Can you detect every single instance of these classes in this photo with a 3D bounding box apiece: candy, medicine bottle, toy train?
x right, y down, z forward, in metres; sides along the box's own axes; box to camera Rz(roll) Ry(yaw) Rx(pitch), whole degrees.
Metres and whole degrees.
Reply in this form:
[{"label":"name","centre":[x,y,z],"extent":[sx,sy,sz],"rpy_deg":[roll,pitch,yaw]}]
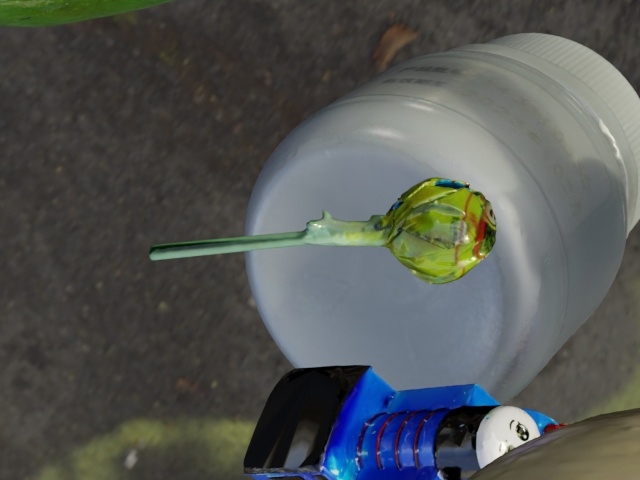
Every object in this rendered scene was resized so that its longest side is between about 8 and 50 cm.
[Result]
[{"label":"candy","centre":[0.000,0.000,0.942],"extent":[0.194,0.062,0.058],"rpy_deg":[-5,76,7]},{"label":"medicine bottle","centre":[0.111,-0.023,1.290],"extent":[0.245,0.306,0.245],"rpy_deg":[13,117,26]},{"label":"toy train","centre":[0.062,0.136,1.022],"extent":[0.131,0.083,0.204],"rpy_deg":[43,149,-26]}]

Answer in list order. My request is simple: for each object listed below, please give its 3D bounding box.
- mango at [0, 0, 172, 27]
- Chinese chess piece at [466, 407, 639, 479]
[{"label":"mango","centre":[-0.252,-0.302,1.650],"extent":[0.382,0.225,0.201],"rpy_deg":[2,83,-8]},{"label":"Chinese chess piece","centre":[0.096,0.167,0.407],"extent":[0.104,0.257,0.257],"rpy_deg":[-5,120,32]}]
